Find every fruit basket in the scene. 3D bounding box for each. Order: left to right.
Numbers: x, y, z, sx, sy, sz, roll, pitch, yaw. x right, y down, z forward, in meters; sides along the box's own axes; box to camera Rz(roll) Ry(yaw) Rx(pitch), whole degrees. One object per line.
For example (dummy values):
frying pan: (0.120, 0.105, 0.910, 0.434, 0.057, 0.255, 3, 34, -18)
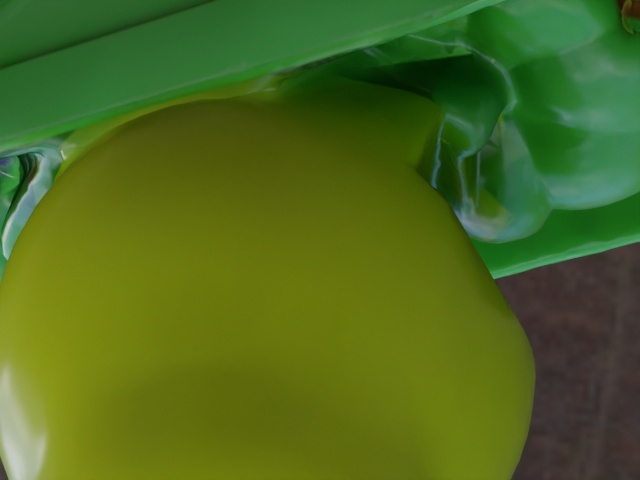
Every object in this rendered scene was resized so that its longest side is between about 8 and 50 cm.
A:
fruit basket: (0.000, 0.000, 0.671, 0.392, 0.392, 0.283, 5, 167, 29)
